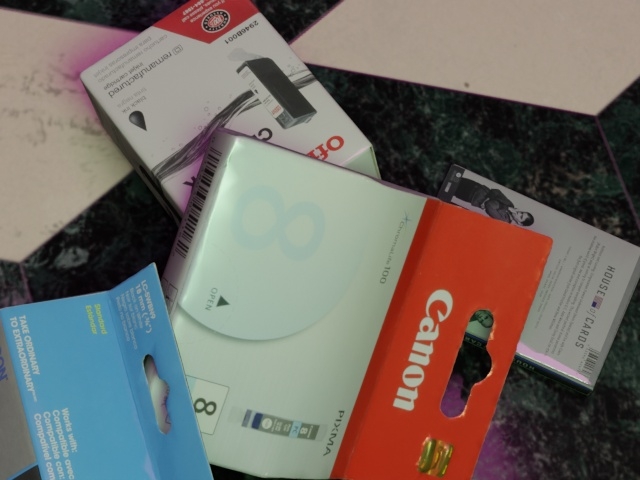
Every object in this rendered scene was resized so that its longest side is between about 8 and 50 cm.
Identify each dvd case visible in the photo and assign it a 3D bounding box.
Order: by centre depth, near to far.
[{"bbox_3d":[0.215,0.040,2.068,0.238,0.029,0.179,25,67,4],"label":"dvd case"}]

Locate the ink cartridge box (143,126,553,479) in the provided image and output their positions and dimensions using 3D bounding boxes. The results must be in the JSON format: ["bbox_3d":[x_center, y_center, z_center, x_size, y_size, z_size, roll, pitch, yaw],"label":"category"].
[{"bbox_3d":[0.028,0.092,1.872,0.385,0.091,0.308,17,95,-18],"label":"ink cartridge box"}]

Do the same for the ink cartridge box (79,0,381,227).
[{"bbox_3d":[-0.091,-0.108,1.982,0.197,0.114,0.273,-35,64,-8],"label":"ink cartridge box"}]

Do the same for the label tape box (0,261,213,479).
[{"bbox_3d":[-0.268,0.192,1.801,0.106,0.333,0.241,5,60,-46],"label":"label tape box"}]
